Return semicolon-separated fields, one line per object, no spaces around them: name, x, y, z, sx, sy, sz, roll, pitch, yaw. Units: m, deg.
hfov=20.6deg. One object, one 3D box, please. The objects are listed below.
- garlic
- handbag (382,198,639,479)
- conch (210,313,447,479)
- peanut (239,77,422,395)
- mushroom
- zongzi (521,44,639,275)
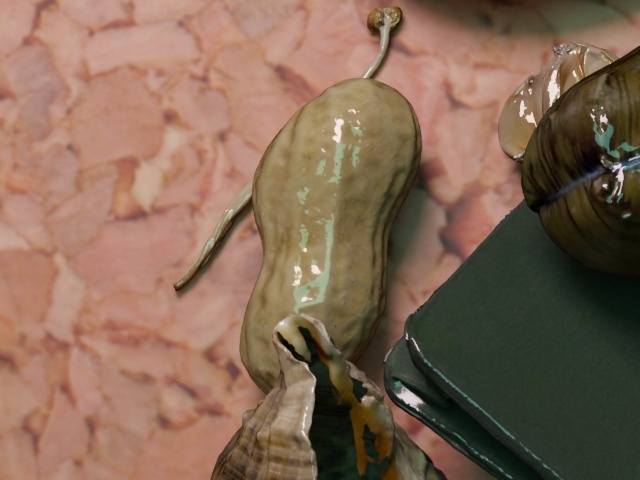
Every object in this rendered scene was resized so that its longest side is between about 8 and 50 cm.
garlic;0.189;-0.098;1.338;0.113;0.074;0.094;-8;74;13
handbag;0.205;0.091;1.242;0.260;0.079;0.247;38;53;13
conch;-0.010;0.189;1.240;0.159;0.291;0.210;-8;35;30
peanut;0.000;0.000;1.335;0.123;0.123;0.256;15;88;11
mushroom;-0.023;-0.070;1.396;0.028;0.026;0.286;36;90;28
zongzi;0.286;-0.154;1.255;0.323;0.160;0.360;0;75;-22
